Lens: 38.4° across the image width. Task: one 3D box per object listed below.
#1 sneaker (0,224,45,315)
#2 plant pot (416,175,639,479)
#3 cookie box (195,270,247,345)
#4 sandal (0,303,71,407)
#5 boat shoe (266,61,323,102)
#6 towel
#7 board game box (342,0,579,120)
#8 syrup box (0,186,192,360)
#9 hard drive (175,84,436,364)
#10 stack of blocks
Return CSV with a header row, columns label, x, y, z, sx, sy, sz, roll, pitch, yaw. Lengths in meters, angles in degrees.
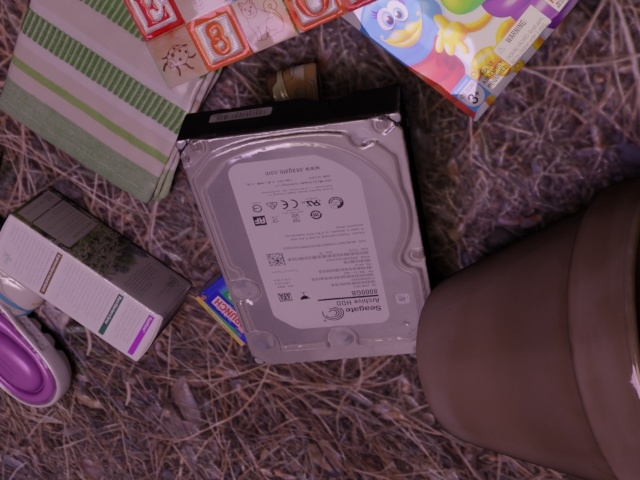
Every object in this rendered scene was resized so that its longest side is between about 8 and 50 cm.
label,x,y,z,sx,sy,sz,roll,pitch,yaw
sneaker,-0.471,0.015,1.258,0.229,0.087,0.092,40,125,-2
plant pot,0.265,0.110,0.942,0.280,0.323,0.323,-13,113,44
cookie box,-0.092,0.071,1.177,0.092,0.040,0.107,46,123,-9
sandal,-0.538,0.098,1.316,0.416,0.102,0.169,37,123,-2
boat shoe,0.003,-0.108,1.037,0.072,0.068,0.190,-17,112,10
towel,-0.234,-0.221,1.076,0.248,0.038,0.324,33,125,2
board game box,0.080,-0.259,0.792,0.275,0.144,0.142,37,122,-2
syrup box,-0.299,0.043,1.205,0.237,0.093,0.096,35,123,-1
hard drive,0.000,0.000,1.026,0.237,0.064,0.338,-5,130,11
stack of blocks,-0.020,-0.251,0.693,0.297,0.087,0.171,-17,109,26
